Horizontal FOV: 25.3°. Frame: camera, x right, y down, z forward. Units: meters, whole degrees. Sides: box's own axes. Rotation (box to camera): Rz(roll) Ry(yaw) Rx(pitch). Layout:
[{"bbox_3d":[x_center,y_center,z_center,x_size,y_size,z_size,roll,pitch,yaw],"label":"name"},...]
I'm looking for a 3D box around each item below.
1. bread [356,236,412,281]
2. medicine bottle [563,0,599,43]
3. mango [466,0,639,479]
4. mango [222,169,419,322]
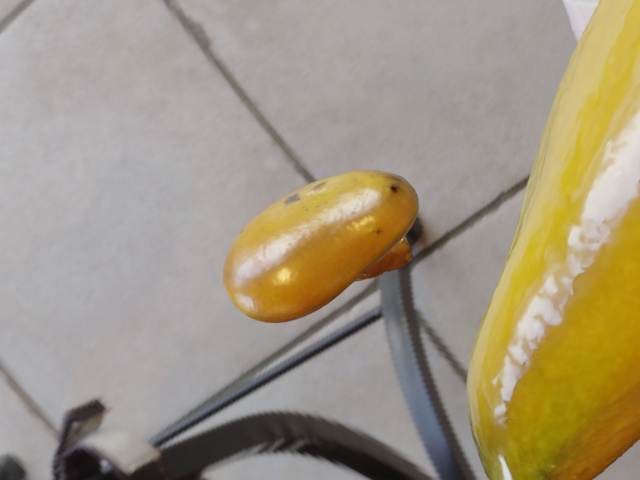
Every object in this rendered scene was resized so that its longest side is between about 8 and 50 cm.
[{"bbox_3d":[0.072,0.021,1.745,0.083,0.047,0.036,-21,65,-4],"label":"bread"},{"bbox_3d":[0.311,-0.032,0.967,0.213,0.213,0.378,-16,113,22],"label":"medicine bottle"},{"bbox_3d":[0.145,-0.044,0.520,0.119,0.176,0.317,29,95,-10],"label":"mango"},{"bbox_3d":[-0.002,0.000,1.203,0.178,0.115,0.090,-38,115,-1],"label":"mango"}]
